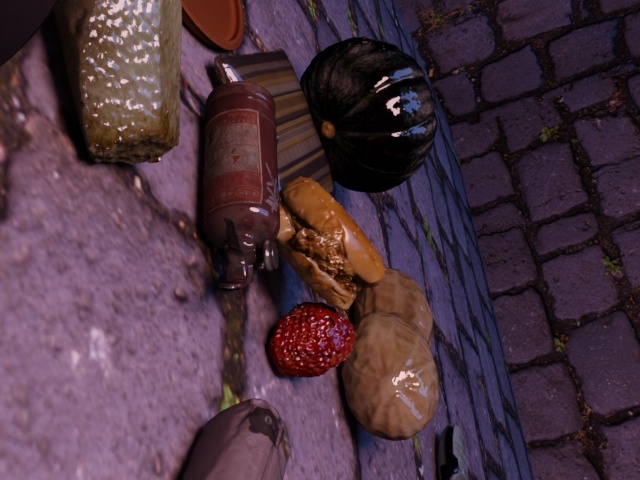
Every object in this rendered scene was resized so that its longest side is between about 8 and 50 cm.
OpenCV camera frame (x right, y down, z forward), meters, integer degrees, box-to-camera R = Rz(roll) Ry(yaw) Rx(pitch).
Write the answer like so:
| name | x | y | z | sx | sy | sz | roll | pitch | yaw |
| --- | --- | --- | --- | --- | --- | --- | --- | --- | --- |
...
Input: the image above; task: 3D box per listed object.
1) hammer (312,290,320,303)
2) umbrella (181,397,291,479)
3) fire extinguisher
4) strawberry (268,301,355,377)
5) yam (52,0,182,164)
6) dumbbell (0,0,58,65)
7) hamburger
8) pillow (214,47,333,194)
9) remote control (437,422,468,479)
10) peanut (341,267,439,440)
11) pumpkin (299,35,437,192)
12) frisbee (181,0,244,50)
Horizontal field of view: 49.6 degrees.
| name | x | y | z | sx | sy | sz | roll | pitch | yaw |
| --- | --- | --- | --- | --- | --- | --- | --- | --- | --- |
| hammer | -0.013 | 0.038 | 0.862 | 0.019 | 0.035 | 0.110 | -50 | 130 | -68 |
| umbrella | -0.081 | 0.222 | 0.409 | 0.067 | 0.073 | 0.337 | 47 | 26 | -14 |
| fire extinguisher | -0.085 | -0.047 | 0.652 | 0.106 | 0.075 | 0.252 | 44 | 34 | -48 |
| strawberry | -0.012 | 0.104 | 0.724 | 0.096 | 0.083 | 0.083 | -27 | 101 | -38 |
| yam | -0.159 | -0.193 | 0.526 | 0.106 | 0.106 | 0.259 | 0 | 72 | -71 |
| dumbbell | -0.212 | -0.163 | 0.249 | 0.218 | 0.152 | 0.153 | 36 | 40 | -61 |
| hamburger | 0.000 | 0.000 | 0.731 | 0.138 | 0.083 | 0.147 | 44 | 3 | -31 |
| pillow | -0.049 | -0.133 | 0.865 | 0.212 | 0.052 | 0.208 | 69 | 21 | -10 |
| remote control | 0.225 | 0.426 | 1.177 | 0.097 | 0.045 | 0.256 | 60 | 25 | -31 |
| peanut | 0.092 | 0.136 | 0.933 | 0.298 | 0.120 | 0.136 | -78 | 151 | -61 |
| pumpkin | 0.063 | -0.178 | 0.990 | 0.161 | 0.220 | 0.221 | -28 | 102 | -35 |
| frisbee | -0.154 | -0.338 | 0.801 | 0.251 | 0.021 | 0.251 | -18 | 90 | -72 |
